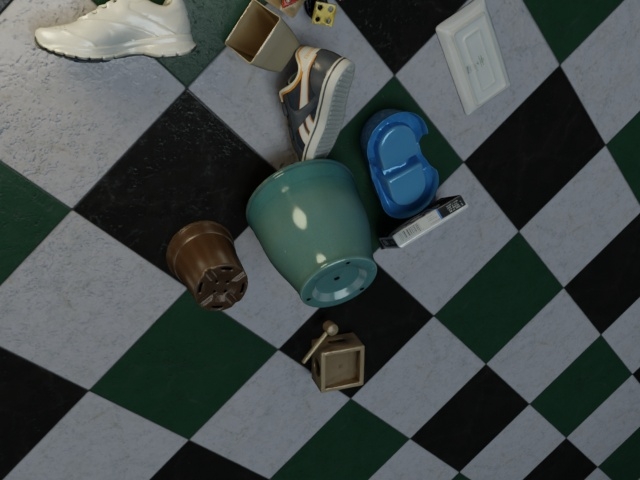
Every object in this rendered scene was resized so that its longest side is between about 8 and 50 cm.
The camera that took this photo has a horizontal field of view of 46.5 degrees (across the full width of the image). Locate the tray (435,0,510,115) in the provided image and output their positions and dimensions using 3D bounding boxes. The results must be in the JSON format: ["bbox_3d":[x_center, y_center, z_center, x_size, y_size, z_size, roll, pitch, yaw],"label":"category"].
[{"bbox_3d":[0.381,-0.440,1.810,0.145,0.030,0.270,-34,129,-4],"label":"tray"}]

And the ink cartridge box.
[{"bbox_3d":[0.253,-0.045,1.912,0.206,0.208,0.045,-32,93,-9],"label":"ink cartridge box"}]

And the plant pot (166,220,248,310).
[{"bbox_3d":[-0.251,0.067,1.700,0.166,0.165,0.167,-13,125,-20],"label":"plant pot"}]

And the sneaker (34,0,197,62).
[{"bbox_3d":[-0.383,-0.399,1.394,0.297,0.111,0.129,-12,109,-26],"label":"sneaker"}]

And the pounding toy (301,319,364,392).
[{"bbox_3d":[0.021,0.302,2.047,0.181,0.094,0.206,-7,113,-19],"label":"pounding toy"}]

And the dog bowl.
[{"bbox_3d":[0.189,-0.194,1.833,0.165,0.074,0.297,-29,129,-10],"label":"dog bowl"}]

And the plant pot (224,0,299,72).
[{"bbox_3d":[-0.109,-0.407,1.524,0.096,0.109,0.109,23,107,-49],"label":"plant pot"}]

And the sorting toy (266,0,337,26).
[{"bbox_3d":[-0.063,-0.523,1.476,0.274,0.046,0.132,28,113,-24],"label":"sorting toy"}]

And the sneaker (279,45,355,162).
[{"bbox_3d":[-0.018,-0.292,1.638,0.126,0.127,0.321,-49,165,-38],"label":"sneaker"}]

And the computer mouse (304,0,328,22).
[{"bbox_3d":[0.089,-0.570,1.544,0.272,0.072,0.189,-21,126,-15],"label":"computer mouse"}]

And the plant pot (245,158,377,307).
[{"bbox_3d":[0.000,0.000,1.683,0.271,0.255,0.272,-18,147,-12],"label":"plant pot"}]
